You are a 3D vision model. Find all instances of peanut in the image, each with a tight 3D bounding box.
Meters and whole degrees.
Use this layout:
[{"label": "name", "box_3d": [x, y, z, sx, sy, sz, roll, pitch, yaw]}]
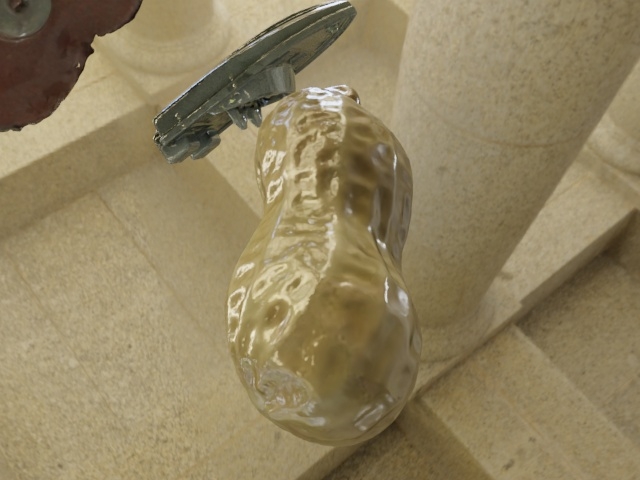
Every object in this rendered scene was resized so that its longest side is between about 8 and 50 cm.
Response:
[{"label": "peanut", "box_3d": [0.000, 0.000, 0.501, 0.136, 0.120, 0.298, -20, -135, 26]}]

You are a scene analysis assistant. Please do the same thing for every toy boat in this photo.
[{"label": "toy boat", "box_3d": [-0.082, -0.212, 0.960, 0.092, 0.320, 0.141, 58, -156, 1]}]

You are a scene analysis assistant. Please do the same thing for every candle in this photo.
[{"label": "candle", "box_3d": [-0.395, -0.314, 0.882, 0.131, 0.287, 0.316, 32, -90, 36]}]
